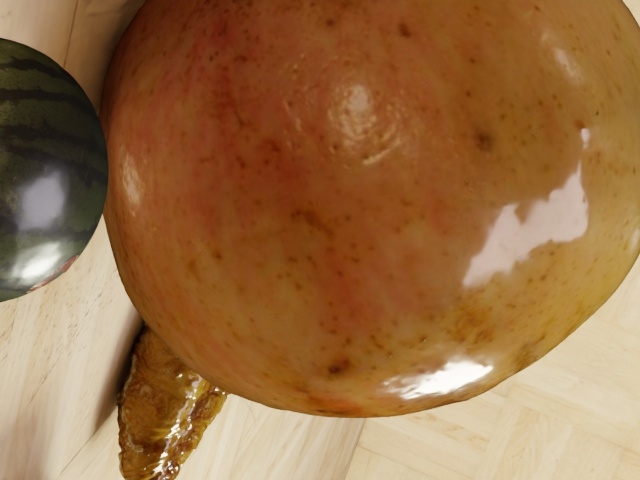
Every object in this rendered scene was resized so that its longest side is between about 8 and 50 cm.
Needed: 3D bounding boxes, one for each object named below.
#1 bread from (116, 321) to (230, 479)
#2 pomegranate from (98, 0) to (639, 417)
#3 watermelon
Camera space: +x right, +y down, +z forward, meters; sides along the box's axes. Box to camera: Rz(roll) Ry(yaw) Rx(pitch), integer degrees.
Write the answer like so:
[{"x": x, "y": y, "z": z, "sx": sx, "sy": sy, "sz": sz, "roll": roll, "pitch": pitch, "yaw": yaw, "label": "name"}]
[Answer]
[{"x": -0.096, "y": 0.079, "z": 1.201, "sx": 0.233, "sy": 0.076, "sz": 0.105, "roll": -61, "pitch": 160, "yaw": 4, "label": "bread"}, {"x": 0.026, "y": -0.067, "z": 0.900, "sx": 0.338, "sy": 0.338, "sz": 0.338, "roll": 22, "pitch": 90, "yaw": -81, "label": "pomegranate"}, {"x": -0.128, "y": -0.026, "z": 0.627, "sx": 0.133, "sy": 0.105, "sz": 0.105, "roll": 5, "pitch": 107, "yaw": -68, "label": "watermelon"}]
